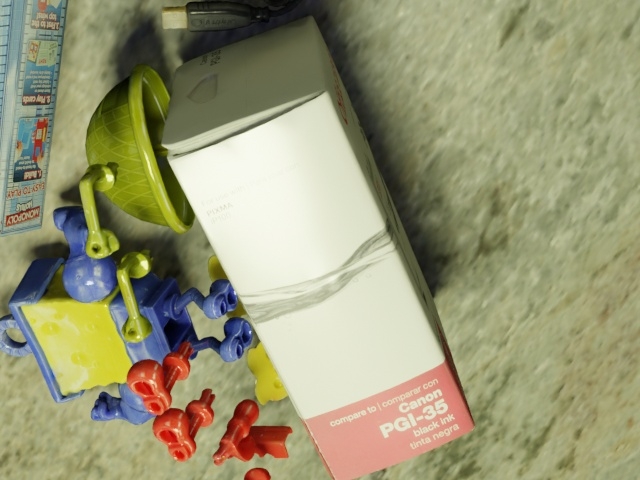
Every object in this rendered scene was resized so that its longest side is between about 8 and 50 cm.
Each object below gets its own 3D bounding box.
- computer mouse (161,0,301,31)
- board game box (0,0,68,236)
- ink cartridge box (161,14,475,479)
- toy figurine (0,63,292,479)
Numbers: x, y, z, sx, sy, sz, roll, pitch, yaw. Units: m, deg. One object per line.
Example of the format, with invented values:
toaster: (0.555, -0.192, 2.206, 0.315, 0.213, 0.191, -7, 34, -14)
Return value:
computer mouse: (-0.125, -0.243, 0.828, 0.262, 0.060, 0.184, -2, 112, -15)
board game box: (-0.264, -0.099, 0.823, 0.194, 0.060, 0.194, -2, 96, 20)
ink cartridge box: (0.000, 0.000, 0.863, 0.117, 0.207, 0.283, -22, 115, 6)
toy figurine: (-0.180, 0.062, 0.895, 0.217, 0.191, 0.362, -4, 125, 21)
